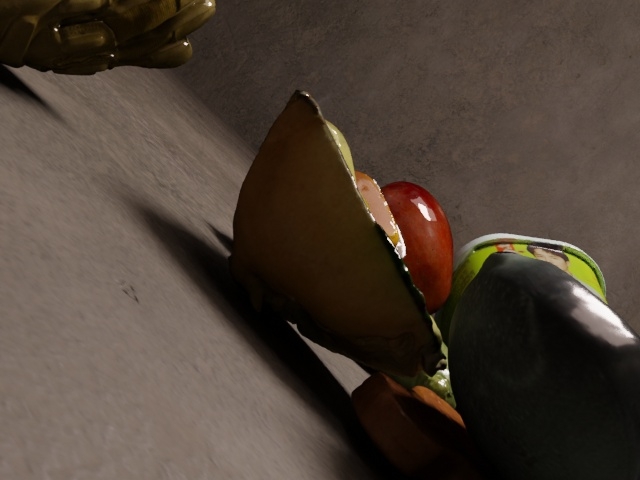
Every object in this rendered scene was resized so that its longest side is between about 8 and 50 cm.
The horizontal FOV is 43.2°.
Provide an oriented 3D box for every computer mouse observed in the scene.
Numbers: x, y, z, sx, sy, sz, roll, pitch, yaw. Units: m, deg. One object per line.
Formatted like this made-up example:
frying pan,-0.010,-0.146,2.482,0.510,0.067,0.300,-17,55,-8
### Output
computer mouse,0.183,0.150,0.612,0.203,0.114,0.374,47,-4,43

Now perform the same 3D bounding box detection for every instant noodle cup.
instant noodle cup,0.319,0.169,1.199,0.294,0.294,0.308,43,17,-15

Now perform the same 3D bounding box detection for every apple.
apple,0.106,0.017,1.269,0.234,0.234,0.234,44,3,-3

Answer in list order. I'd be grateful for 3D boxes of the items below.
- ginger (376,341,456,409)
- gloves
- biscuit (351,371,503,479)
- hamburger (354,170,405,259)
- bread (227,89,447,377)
ginger,0.053,0.081,0.918,0.290,0.089,0.137,51,31,17
gloves,-0.225,-0.199,0.574,0.331,0.141,0.154,29,-13,-40
biscuit,0.127,0.200,0.654,0.202,0.047,0.334,47,6,24
hamburger,0.000,0.000,0.842,0.087,0.166,0.137,113,-36,-52
bread,-0.006,0.010,0.668,0.251,0.133,0.174,65,6,26
